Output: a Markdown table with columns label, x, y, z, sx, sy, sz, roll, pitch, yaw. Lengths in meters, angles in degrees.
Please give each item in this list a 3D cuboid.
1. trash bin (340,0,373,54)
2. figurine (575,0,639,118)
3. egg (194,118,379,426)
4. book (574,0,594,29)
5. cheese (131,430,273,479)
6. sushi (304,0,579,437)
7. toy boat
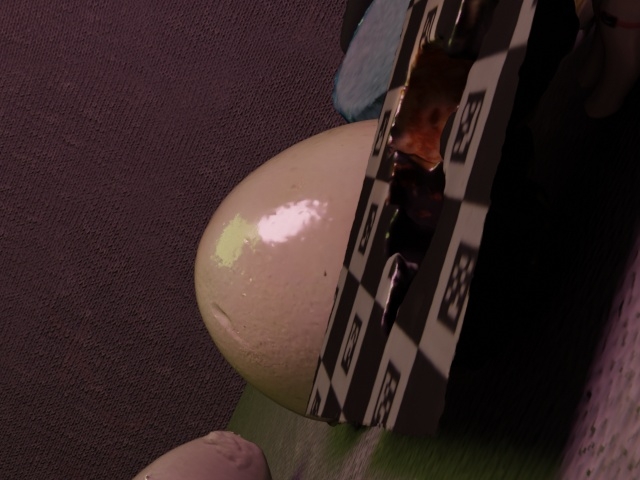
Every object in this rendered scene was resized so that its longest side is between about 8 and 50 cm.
| label | x | y | z | sx | sy | sz | roll | pitch | yaw |
| --- | --- | --- | --- | --- | --- | --- | --- | --- | --- |
| trash bin | 0.130 | -0.346 | 1.154 | 0.290 | 0.182 | 0.209 | 109 | -179 | -55 |
| figurine | 0.154 | -0.139 | 0.427 | 0.083 | 0.083 | 0.187 | -70 | -9 | -48 |
| egg | 0.001 | -0.002 | 0.812 | 0.264 | 0.174 | 0.286 | -57 | 5 | 44 |
| book | 0.207 | -0.241 | 0.639 | 0.192 | 0.013 | 0.168 | -71 | 5 | -58 |
| cheese | -0.137 | 0.300 | 0.948 | 0.189 | 0.154 | 0.198 | -68 | -1 | -61 |
| sushi | 0.085 | -0.045 | 0.530 | 0.339 | 0.069 | 0.320 | 134 | 152 | -76 |
| toy boat | 0.130 | -0.194 | 0.911 | 0.330 | 0.123 | 0.215 | -39 | 33 | 57 |
